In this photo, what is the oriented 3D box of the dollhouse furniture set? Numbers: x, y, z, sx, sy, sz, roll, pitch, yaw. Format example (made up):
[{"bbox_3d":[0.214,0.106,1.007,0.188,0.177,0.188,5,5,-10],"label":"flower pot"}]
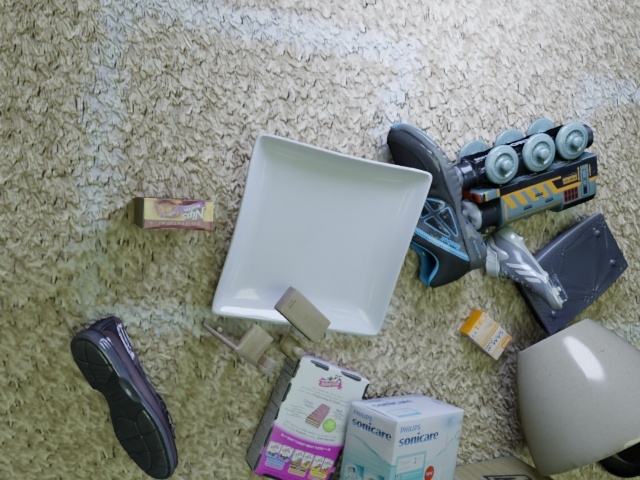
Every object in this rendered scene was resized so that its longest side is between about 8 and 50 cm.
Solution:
[{"bbox_3d":[-0.098,0.155,1.224,0.151,0.123,0.144,-53,129,-13],"label":"dollhouse furniture set"}]

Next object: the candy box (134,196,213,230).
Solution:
[{"bbox_3d":[-0.247,-0.045,1.103,0.109,0.187,0.053,2,95,-20],"label":"candy box"}]

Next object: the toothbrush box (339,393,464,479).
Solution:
[{"bbox_3d":[0.150,0.462,1.289,0.216,0.126,0.295,8,91,-44],"label":"toothbrush box"}]

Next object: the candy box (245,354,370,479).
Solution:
[{"bbox_3d":[-0.024,0.347,1.280,0.159,0.071,0.233,25,87,-20],"label":"candy box"}]

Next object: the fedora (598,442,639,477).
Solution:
[{"bbox_3d":[0.794,0.420,1.541,0.334,0.152,0.334,-2,95,-20],"label":"fedora"}]

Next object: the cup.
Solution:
[{"bbox_3d":[0.542,0.303,1.380,0.331,0.331,0.237,-22,74,-17],"label":"cup"}]

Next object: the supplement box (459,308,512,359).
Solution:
[{"bbox_3d":[0.354,0.201,1.423,0.098,0.036,0.062,40,82,-19],"label":"supplement box"}]

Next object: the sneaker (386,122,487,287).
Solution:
[{"bbox_3d":[0.205,-0.065,1.301,0.140,0.125,0.341,-31,102,-11],"label":"sneaker"}]

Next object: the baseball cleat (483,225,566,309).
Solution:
[{"bbox_3d":[0.414,0.071,1.386,0.109,0.072,0.206,-34,66,12],"label":"baseball cleat"}]

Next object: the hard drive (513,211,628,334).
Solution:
[{"bbox_3d":[0.552,0.070,1.474,0.255,0.054,0.172,-38,106,-12],"label":"hard drive"}]

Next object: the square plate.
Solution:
[{"bbox_3d":[0.000,0.000,1.232,0.344,0.049,0.347,11,107,-20],"label":"square plate"}]

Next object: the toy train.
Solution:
[{"bbox_3d":[0.426,-0.134,1.374,0.334,0.142,0.190,-19,110,-17],"label":"toy train"}]

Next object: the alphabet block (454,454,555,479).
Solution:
[{"bbox_3d":[0.387,0.584,1.383,0.193,0.197,0.192,-6,97,-20],"label":"alphabet block"}]

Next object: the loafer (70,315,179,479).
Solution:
[{"bbox_3d":[-0.316,0.270,1.156,0.302,0.109,0.095,65,30,-14],"label":"loafer"}]
